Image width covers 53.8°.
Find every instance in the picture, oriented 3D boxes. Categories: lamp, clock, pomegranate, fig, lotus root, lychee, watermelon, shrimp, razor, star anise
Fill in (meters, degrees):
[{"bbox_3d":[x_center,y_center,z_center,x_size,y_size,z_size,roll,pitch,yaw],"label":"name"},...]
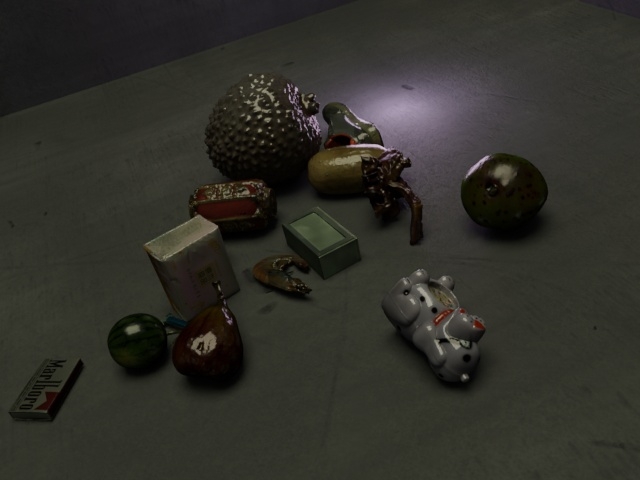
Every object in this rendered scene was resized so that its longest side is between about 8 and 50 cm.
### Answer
[{"bbox_3d":[-0.278,-0.109,2.001,0.274,0.177,0.177,-3,38,11],"label":"lamp"},{"bbox_3d":[0.273,0.207,1.429,0.189,0.188,0.254,-21,43,-10],"label":"clock"},{"bbox_3d":[0.533,-0.151,1.776,0.231,0.230,0.286,18,36,36],"label":"pomegranate"},{"bbox_3d":[-0.268,0.221,1.571,0.170,0.145,0.274,-4,52,11],"label":"fig"},{"bbox_3d":[0.124,-0.241,2.060,0.343,0.151,0.169,-8,37,13],"label":"lotus root"},{"bbox_3d":[-0.192,-0.375,2.166,0.432,0.380,0.380,-26,33,18],"label":"lychee"},{"bbox_3d":[-0.444,0.253,1.609,0.187,0.140,0.140,-8,36,-10],"label":"watermelon"},{"bbox_3d":[-0.090,0.091,1.778,0.144,0.052,0.251,-32,40,-28],"label":"shrimp"},{"bbox_3d":[-0.358,0.233,1.686,0.191,0.037,0.068,13,43,31],"label":"razor"},{"bbox_3d":[0.218,-0.135,1.885,0.148,0.237,0.346,-33,55,20],"label":"star anise"}]

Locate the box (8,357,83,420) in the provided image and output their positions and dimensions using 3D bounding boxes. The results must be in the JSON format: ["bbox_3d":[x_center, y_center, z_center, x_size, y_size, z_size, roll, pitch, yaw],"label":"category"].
[{"bbox_3d":[-0.695,0.375,1.607,0.115,0.035,0.177,-2,38,14],"label":"box"}]

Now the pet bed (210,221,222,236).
[{"bbox_3d":[-0.375,0.022,1.854,0.201,0.201,0.053,-29,70,-20],"label":"pet bed"}]

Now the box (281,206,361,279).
[{"bbox_3d":[0.000,0.000,1.840,0.130,0.086,0.225,-28,38,-18],"label":"box"}]

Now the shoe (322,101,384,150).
[{"bbox_3d":[0.074,-0.382,2.302,0.171,0.132,0.336,-35,44,-13],"label":"shoe"}]

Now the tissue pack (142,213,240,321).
[{"bbox_3d":[-0.349,0.076,1.733,0.185,0.225,0.124,-34,40,-25],"label":"tissue pack"}]
